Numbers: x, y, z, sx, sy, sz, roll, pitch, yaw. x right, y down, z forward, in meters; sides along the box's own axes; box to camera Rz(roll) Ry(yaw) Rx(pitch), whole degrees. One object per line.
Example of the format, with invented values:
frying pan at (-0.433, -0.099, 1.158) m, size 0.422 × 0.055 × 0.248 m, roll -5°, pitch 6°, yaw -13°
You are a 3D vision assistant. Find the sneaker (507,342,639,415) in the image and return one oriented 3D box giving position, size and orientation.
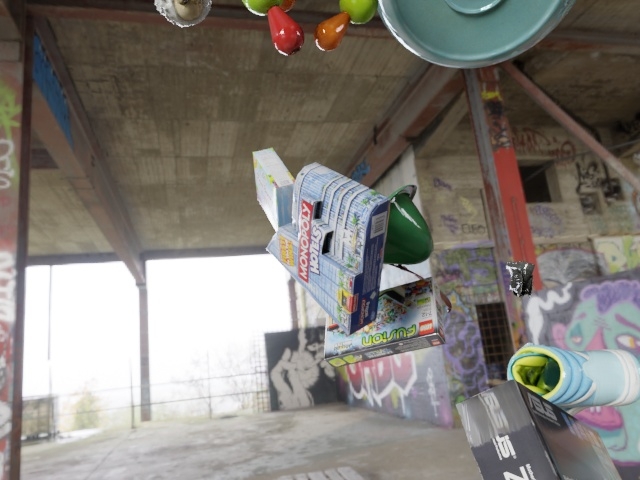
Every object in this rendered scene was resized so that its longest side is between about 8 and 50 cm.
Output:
sneaker at (0.430, 0.275, 0.978) m, size 0.208 × 0.127 × 0.319 m, roll 7°, pitch -29°, yaw -10°

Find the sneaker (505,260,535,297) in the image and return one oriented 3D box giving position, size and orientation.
sneaker at (0.497, 0.100, 1.246) m, size 0.051 × 0.089 × 0.170 m, roll 14°, pitch -4°, yaw 6°

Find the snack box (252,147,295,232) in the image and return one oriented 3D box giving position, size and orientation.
snack box at (-0.130, -0.142, 1.441) m, size 0.070 × 0.207 × 0.175 m, roll -17°, pitch -46°, yaw -19°

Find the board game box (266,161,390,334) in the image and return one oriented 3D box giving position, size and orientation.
board game box at (0.000, 0.000, 0.702) m, size 0.060 × 0.194 × 0.194 m, roll -23°, pitch 38°, yaw -36°

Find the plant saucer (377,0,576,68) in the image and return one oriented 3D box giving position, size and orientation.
plant saucer at (0.227, -0.389, 0.723) m, size 0.317 × 0.044 × 0.318 m, roll 8°, pitch -41°, yaw 7°

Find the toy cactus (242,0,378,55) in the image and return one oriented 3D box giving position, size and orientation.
toy cactus at (0.009, -0.243, 0.344) m, size 0.219 × 0.180 × 0.112 m, roll -42°, pitch -4°, yaw -6°

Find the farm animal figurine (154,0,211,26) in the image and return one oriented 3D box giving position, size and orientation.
farm animal figurine at (-0.172, -0.546, 0.776) m, size 0.330 × 0.327 × 0.172 m, roll -32°, pitch 25°, yaw -17°

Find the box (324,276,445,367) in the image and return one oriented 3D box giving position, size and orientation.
box at (0.106, 0.142, 0.852) m, size 0.206 × 0.114 × 0.036 m, roll -19°, pitch -47°, yaw 24°

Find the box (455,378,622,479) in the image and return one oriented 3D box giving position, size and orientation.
box at (0.348, 0.386, 0.642) m, size 0.097 × 0.319 × 0.394 m, roll -35°, pitch -46°, yaw 23°

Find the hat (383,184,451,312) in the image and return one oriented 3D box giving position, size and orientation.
hat at (0.169, 0.028, 0.826) m, size 0.173 × 0.183 × 0.208 m, roll -55°, pitch -18°, yaw 26°
